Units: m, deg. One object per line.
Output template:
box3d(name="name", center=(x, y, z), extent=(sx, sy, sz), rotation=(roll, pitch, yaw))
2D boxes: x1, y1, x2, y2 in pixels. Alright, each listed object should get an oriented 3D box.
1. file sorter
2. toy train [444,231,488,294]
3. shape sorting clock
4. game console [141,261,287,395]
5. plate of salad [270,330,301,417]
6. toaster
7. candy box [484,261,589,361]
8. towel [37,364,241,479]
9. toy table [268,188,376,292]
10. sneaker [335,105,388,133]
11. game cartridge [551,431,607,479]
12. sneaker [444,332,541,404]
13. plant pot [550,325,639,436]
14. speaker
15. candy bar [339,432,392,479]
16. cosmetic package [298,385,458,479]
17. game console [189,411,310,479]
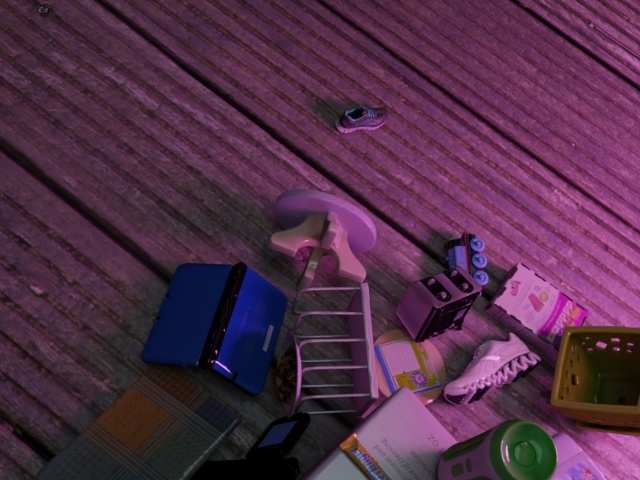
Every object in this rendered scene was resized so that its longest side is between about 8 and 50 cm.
box3d(name="file sorter", center=(0.025, 0.263, 1.807), extent=(0.173, 0.193, 0.278), rotation=(1, 65, -9))
box3d(name="toy train", center=(0.392, 0.065, 2.049), extent=(0.105, 0.080, 0.184), rotation=(2, 65, -6))
box3d(name="shape sorting clock", center=(0.218, 0.321, 1.907), extent=(0.206, 0.040, 0.206), rotation=(6, 58, -10))
box3d(name="game console", center=(-0.248, 0.211, 1.835), extent=(0.250, 0.173, 0.293), rotation=(39, 47, -28))
box3d(name="plate of salad", center=(-0.082, 0.309, 1.752), extent=(0.048, 0.200, 0.200), rotation=(4, 65, -13))
box3d(name="toaster", center=(0.298, 0.165, 1.920), extent=(0.168, 0.186, 0.110), rotation=(-17, 55, -30))
box3d(name="candy box", center=(0.582, 0.191, 2.037), extent=(0.233, 0.071, 0.159), rotation=(37, 63, 5))
box3d(name="towel", center=(-0.392, 0.458, 1.658), extent=(0.271, 0.040, 0.370), rotation=(32, 60, 25))
box3d(name="toy table", center=(0.000, 0.000, 1.912), extent=(0.274, 0.252, 0.161), rotation=(14, 46, 3))
box3d(name="sneaker", center=(0.128, -0.357, 2.182), extent=(0.166, 0.076, 0.065), rotation=(-18, 72, -20))
box3d(name="game cartridge", center=(0.570, 0.599, 1.711), extent=(0.198, 0.062, 0.297), rotation=(-25, 72, -16))
box3d(name="sneaker", center=(0.420, 0.327, 1.925), extent=(0.292, 0.110, 0.118), rotation=(-18, 63, -29))
box3d(name="plant pot", center=(0.730, 0.362, 1.889), extent=(0.207, 0.227, 0.228), rotation=(48, 52, -39))
box3d(name="speaker", center=(0.313, 0.410, 1.376), extent=(0.131, 0.296, 0.131), rotation=(5, 65, -11))
box3d(name="candy bar", center=(0.104, 0.447, 1.467), extent=(0.040, 0.018, 0.161), rotation=(-37, 77, -24))
box3d(name="cosmetic package", center=(0.114, 0.586, 1.599), extent=(0.393, 0.327, 0.329), rotation=(-39, 79, -25))
box3d(name="game console", center=(-0.130, 0.462, 1.630), extent=(0.213, 0.361, 0.044), rotation=(-8, 100, 19))
